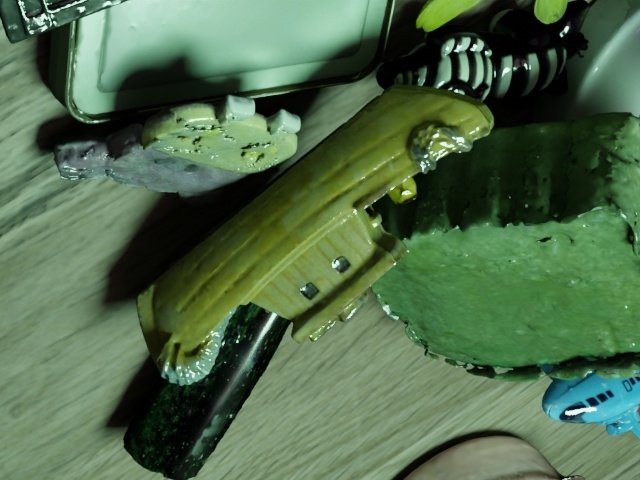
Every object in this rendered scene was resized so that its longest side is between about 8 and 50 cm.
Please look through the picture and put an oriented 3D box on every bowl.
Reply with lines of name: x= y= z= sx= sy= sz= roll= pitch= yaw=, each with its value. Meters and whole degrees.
bowl: x=0.339 y=-0.104 z=1.441 sx=0.287 sy=0.144 sz=0.287 roll=-19 pitch=132 yaw=-23

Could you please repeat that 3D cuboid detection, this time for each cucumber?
cucumber: x=-0.074 y=0.086 z=1.341 sx=0.074 sy=0.074 sz=0.241 roll=20 pitch=108 yaw=-44

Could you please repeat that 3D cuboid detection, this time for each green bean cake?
green bean cake: x=0.172 y=0.011 z=1.350 sx=0.255 sy=0.132 sz=0.241 roll=-8 pitch=144 yaw=27

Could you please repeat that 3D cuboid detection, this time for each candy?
candy: x=0.157 y=0.309 z=1.670 sx=0.255 sy=0.094 sz=0.255 roll=-20 pitch=133 yaw=-23

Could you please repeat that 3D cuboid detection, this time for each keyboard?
keyboard: x=-0.116 y=-0.189 z=1.064 sx=0.204 sy=0.013 sz=0.061 roll=-24 pitch=135 yaw=-14

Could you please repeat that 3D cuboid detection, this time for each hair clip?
hair clip: x=-0.081 y=-0.069 z=1.191 sx=0.146 sy=0.056 sz=0.187 roll=-23 pitch=169 yaw=35

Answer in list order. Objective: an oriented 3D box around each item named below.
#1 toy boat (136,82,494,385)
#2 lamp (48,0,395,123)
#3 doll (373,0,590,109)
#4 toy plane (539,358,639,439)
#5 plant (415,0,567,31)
toy boat: x=0.000 y=0.000 z=1.235 sx=0.321 sy=0.121 sz=0.089 roll=-38 pitch=180 yaw=15
lamp: x=-0.054 y=-0.216 z=1.130 sx=0.269 sy=0.047 sz=0.267 roll=-11 pitch=129 yaw=-29
doll: x=0.130 y=-0.138 z=1.307 sx=0.219 sy=0.067 sz=0.091 roll=-17 pitch=128 yaw=-33
toy plane: x=0.322 y=0.120 z=1.634 sx=0.271 sy=0.105 sz=0.254 roll=-14 pitch=129 yaw=-26
plant: x=0.193 y=-0.271 z=1.123 sx=0.305 sy=0.297 sz=0.261 roll=2 pitch=93 yaw=-50
